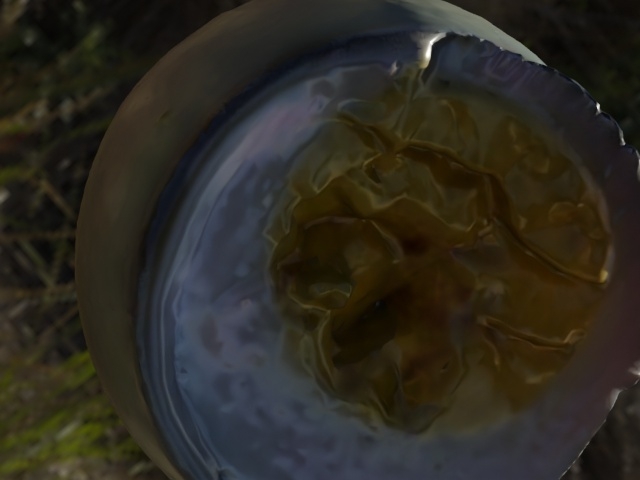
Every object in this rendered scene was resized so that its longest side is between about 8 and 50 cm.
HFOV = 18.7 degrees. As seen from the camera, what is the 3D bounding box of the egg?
[{"bbox_3d":[0.000,0.000,1.293,0.354,0.354,0.340,42,-2,-23],"label":"egg"}]
